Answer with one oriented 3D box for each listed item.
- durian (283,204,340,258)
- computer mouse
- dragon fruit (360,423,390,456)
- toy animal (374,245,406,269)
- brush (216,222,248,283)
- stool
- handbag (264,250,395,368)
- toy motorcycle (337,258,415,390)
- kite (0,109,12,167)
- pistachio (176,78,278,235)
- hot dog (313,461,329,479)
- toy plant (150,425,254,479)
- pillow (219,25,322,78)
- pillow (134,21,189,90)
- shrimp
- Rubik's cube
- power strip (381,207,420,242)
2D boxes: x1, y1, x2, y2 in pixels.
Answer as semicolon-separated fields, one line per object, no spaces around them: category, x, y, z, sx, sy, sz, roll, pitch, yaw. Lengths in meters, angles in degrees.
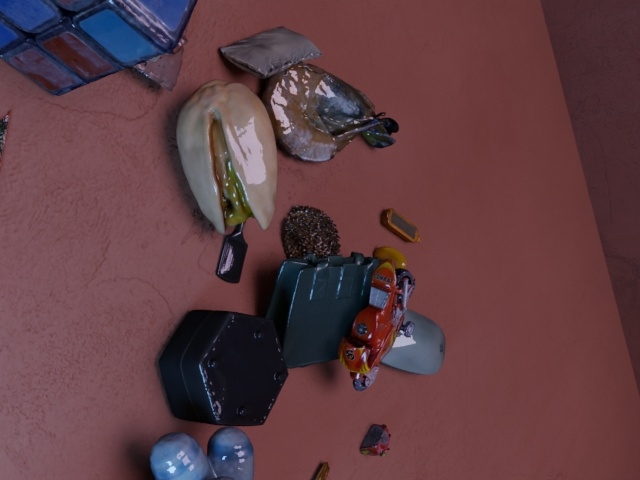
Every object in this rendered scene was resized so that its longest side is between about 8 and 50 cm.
durian;0.000;0.000;1.576;0.188;0.091;0.149;41;56;-40
computer mouse;0.242;0.265;1.813;0.288;0.096;0.160;28;67;-44
dragon fruit;0.145;0.501;1.701;0.060;0.056;0.083;59;45;-24
toy animal;0.186;0.075;1.786;0.082;0.091;0.115;47;50;-52
brush;-0.172;-0.007;1.437;0.063;0.016;0.194;29;65;-44
stool;-0.179;0.240;1.302;0.232;0.141;0.233;9;78;-47
handbag;0.021;0.146;1.531;0.326;0.089;0.239;1;108;-46
toy motorcycle;0.126;0.195;1.531;0.171;0.089;0.298;25;86;-51
kite;-0.543;-0.118;1.037;0.232;0.009;0.189;-43;116;-44
pistachio;-0.177;-0.163;1.342;0.187;0.187;0.300;-23;108;-48
hot dog;-0.002;0.540;1.557;0.083;0.021;0.037;-58;147;-39
toy plant;-0.190;0.463;1.194;0.247;0.247;0.332;-52;122;-39
pillow;-0.103;-0.414;1.504;0.229;0.128;0.051;-36;157;-45
pillow;-0.310;-0.413;1.312;0.135;0.049;0.249;29;60;-44
shrimp;0.035;-0.288;1.652;0.445;0.109;0.221;5;87;-45
Rubik's cube;-0.381;-0.473;1.012;0.359;0.362;0.364;42;57;-40
power strip;0.223;-0.034;1.880;0.178;0.028;0.049;32;62;-42
